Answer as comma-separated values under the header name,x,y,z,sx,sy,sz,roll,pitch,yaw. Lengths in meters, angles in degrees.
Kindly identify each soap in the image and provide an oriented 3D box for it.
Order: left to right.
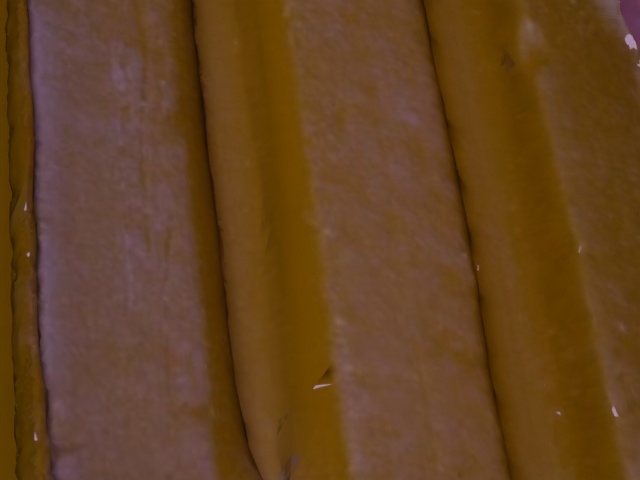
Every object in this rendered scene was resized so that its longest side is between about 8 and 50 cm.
name,x,y,z,sx,sy,sz,roll,pitch,yaw
soap,0.000,0.000,0.491,0.199,0.091,0.315,6,58,-23
